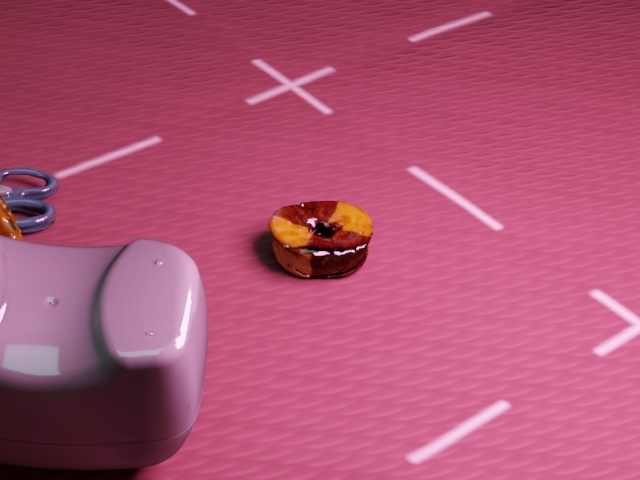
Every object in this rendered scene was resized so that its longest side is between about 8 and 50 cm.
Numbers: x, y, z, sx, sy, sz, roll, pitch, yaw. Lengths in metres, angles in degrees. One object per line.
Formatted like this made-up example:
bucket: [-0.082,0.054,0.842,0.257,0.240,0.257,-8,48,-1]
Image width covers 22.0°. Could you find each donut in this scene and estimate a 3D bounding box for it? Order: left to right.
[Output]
donut: [0.000,0.000,2.173,0.140,0.059,0.140,3,36,-2]

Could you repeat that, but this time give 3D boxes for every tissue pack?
tissue pack: [-0.293,0.132,1.815,0.333,0.236,0.229,4,45,-2]

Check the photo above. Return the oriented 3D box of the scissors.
scissors: [-0.496,-0.059,2.200,0.289,0.041,0.138,1,39,-7]

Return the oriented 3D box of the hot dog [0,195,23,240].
hot dog: [-0.470,-0.049,2.111,0.115,0.072,0.269,-27,52,-23]
